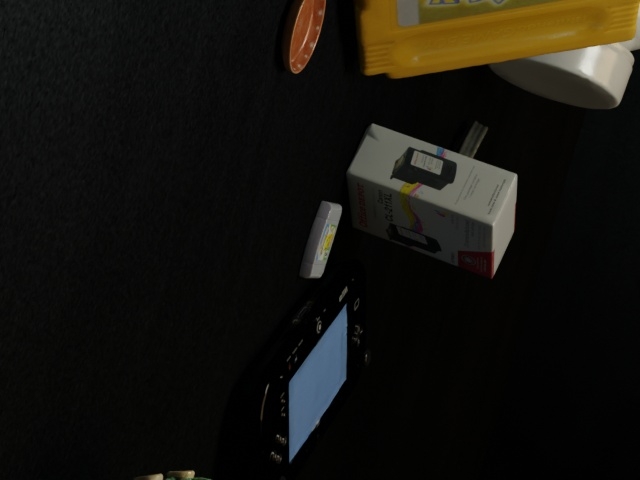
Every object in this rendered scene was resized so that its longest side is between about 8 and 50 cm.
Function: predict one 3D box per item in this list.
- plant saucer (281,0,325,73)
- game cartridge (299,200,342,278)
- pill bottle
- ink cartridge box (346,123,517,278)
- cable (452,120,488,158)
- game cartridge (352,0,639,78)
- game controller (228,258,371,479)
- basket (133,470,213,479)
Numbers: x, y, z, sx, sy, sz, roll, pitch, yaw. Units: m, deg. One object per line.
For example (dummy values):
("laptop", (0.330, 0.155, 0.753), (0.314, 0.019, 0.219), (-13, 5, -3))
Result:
("plant saucer", (-0.016, -0.189, 1.569), (0.083, 0.013, 0.083), (18, 90, -77))
("game cartridge", (0.000, 0.000, 1.868), (0.056, 0.017, 0.083), (6, 102, -72))
("pill bottle", (0.374, -0.391, 2.401), (0.224, 0.224, 0.392), (48, 61, -74))
("ink cartridge box", (0.122, -0.042, 1.955), (0.127, 0.175, 0.072), (80, 33, -61))
("cable", (0.183, -0.068, 2.379), (0.287, 0.072, 0.139), (-41, 152, -65))
("game cartridge", (0.168, -0.267, 1.664), (0.323, 0.285, 0.052), (81, -1, -61))
("game controller", (-0.014, 0.147, 1.890), (0.319, 0.067, 0.166), (-52, 156, -56))
("basket", (-0.080, 0.283, 1.329), (0.255, 0.289, 0.201), (19, 89, -77))
